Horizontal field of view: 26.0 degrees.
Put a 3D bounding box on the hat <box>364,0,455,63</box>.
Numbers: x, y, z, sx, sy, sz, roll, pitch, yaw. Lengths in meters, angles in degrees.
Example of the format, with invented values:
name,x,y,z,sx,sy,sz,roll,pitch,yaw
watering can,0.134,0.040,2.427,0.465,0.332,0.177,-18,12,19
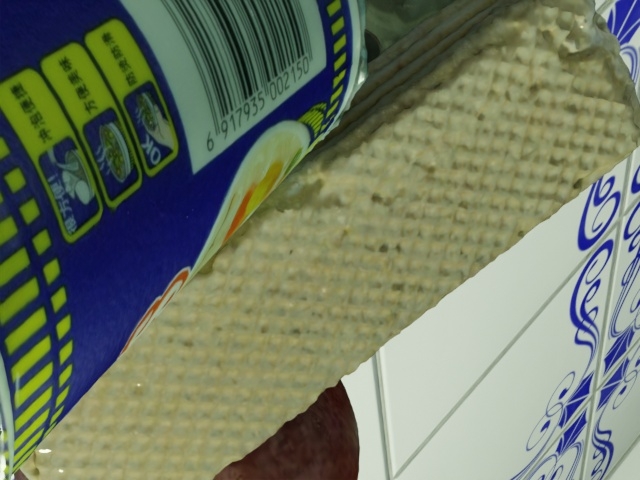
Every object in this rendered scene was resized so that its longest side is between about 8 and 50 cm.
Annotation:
name,x,y,z,sx,sy,sz,roll,pitch,yaw
hat,0.028,-0.204,0.863,0.275,0.161,0.232,-6,140,-29

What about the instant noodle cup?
name,x,y,z,sx,sy,sz,roll,pitch,yaw
instant noodle cup,-0.139,-0.059,0.619,0.312,0.284,0.284,-41,152,-44

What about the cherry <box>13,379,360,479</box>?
name,x,y,z,sx,sy,sz,roll,pitch,yaw
cherry,-0.086,0.144,0.963,0.239,0.239,0.206,-9,103,-57

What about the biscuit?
name,x,y,z,sx,sy,sz,roll,pitch,yaw
biscuit,0.000,0.000,0.806,0.426,0.078,0.144,-36,121,-9
